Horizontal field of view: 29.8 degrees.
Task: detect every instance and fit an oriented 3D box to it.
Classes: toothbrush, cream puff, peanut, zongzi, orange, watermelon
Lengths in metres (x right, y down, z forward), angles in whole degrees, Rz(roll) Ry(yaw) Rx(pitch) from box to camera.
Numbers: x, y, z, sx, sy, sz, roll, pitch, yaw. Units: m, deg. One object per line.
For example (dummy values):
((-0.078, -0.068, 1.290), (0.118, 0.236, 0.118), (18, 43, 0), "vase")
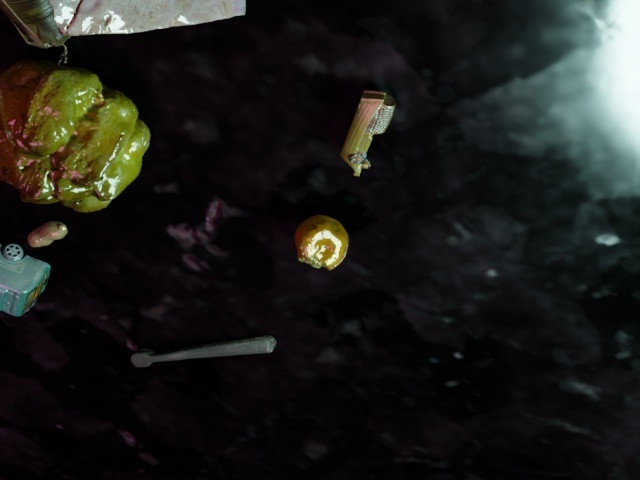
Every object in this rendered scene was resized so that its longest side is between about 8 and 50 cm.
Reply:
((-0.206, 0.193, 2.111), (0.297, 0.030, 0.030), (-9, 114, 27), "toothbrush")
((-0.363, -0.144, 1.695), (0.244, 0.196, 0.244), (13, 175, 1), "cream puff")
((-0.449, -0.011, 1.976), (0.083, 0.037, 0.037), (-16, 128, 37), "peanut")
((-0.424, -0.332, 1.582), (0.184, 0.084, 0.187), (10, 143, 15), "zongzi")
((0.000, 0.000, 1.791), (0.086, 0.062, 0.086), (-6, 112, -16), "orange")
((-0.276, -0.368, 1.394), (0.222, 0.319, 0.292), (11, 120, 41), "watermelon")

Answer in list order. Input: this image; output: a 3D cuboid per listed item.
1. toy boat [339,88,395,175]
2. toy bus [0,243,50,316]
((0.061, -0.143, 1.621), (0.049, 0.047, 0.149), (20, 139, -1), "toy boat")
((-0.596, 0.038, 2.039), (0.261, 0.109, 0.091), (22, 133, -4), "toy bus")
